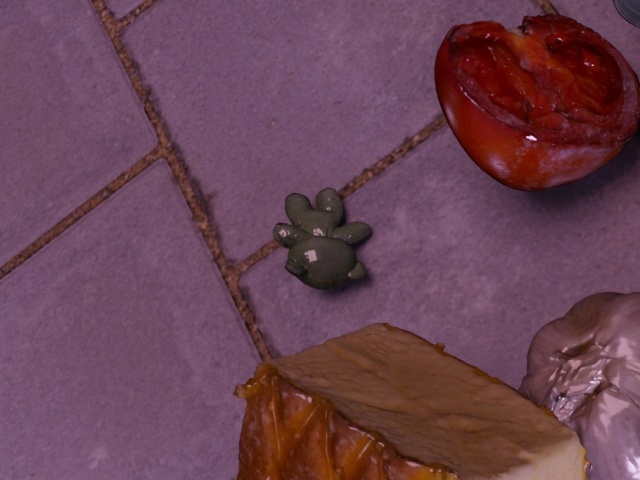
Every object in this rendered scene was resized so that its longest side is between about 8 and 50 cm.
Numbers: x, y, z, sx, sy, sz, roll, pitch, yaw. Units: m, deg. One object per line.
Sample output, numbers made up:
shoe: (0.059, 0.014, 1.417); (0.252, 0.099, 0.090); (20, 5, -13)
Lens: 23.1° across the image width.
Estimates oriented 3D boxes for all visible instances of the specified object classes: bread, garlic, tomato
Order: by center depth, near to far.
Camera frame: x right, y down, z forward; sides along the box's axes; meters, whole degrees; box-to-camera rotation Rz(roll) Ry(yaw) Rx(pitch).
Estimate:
bread: (0.077, 0.256, 1.452); (0.279, 0.207, 0.279); (24, 116, 42)
garlic: (0.285, 0.147, 1.485); (0.228, 0.152, 0.228); (-15, 53, 21)
tomato: (0.222, -0.135, 1.678); (0.139, 0.233, 0.200); (111, 148, -46)

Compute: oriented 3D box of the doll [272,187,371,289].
doll: (0.000, 0.000, 1.815); (0.115, 0.077, 0.150); (2, 45, -8)

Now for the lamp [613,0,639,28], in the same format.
lamp: (0.406, -0.346, 1.683); (0.147, 0.172, 0.227); (8, 74, 14)
